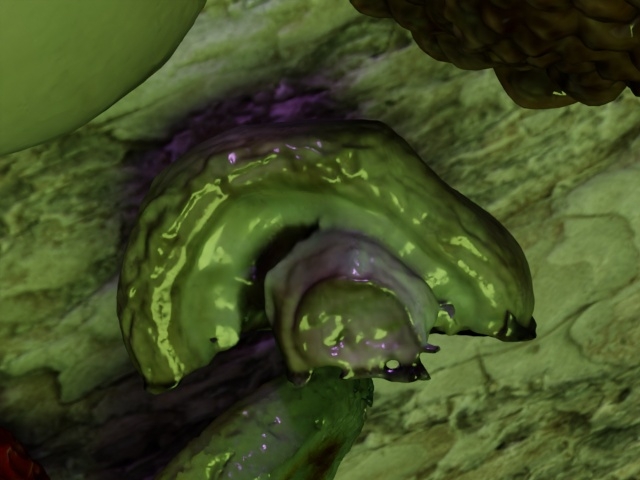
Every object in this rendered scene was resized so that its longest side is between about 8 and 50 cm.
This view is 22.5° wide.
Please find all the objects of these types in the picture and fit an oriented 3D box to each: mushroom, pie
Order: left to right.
[{"bbox_3d":[-0.065,0.189,1.139,0.302,0.067,0.302,-44,167,-13],"label":"pie"},{"bbox_3d":[0.004,-0.002,1.061,0.267,0.189,0.164,-4,100,14],"label":"mushroom"}]

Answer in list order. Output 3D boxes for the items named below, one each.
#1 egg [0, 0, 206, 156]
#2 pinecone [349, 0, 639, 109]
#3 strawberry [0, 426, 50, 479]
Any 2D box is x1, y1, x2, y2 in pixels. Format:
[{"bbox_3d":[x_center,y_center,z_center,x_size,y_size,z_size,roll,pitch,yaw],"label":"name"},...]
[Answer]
[{"bbox_3d":[-0.162,-0.140,0.756,0.337,0.337,0.201,-43,95,11],"label":"egg"},{"bbox_3d":[0.159,-0.255,0.834,0.384,0.384,0.384,-12,129,-15],"label":"pinecone"},{"bbox_3d":[-0.280,0.254,1.088,0.261,0.258,0.261,-8,135,-8],"label":"strawberry"}]
